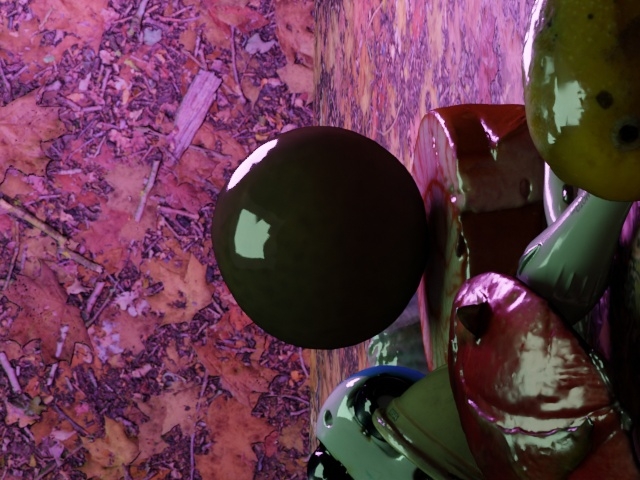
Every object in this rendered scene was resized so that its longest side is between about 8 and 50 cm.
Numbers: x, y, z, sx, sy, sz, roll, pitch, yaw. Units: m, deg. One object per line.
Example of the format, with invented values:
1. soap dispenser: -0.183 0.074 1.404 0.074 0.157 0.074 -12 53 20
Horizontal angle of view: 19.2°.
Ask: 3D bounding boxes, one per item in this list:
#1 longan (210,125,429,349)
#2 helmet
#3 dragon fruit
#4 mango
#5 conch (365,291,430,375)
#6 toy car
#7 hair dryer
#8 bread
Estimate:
1. longan: 0.000 0.000 2.136 0.258 0.258 0.258 179 90 -82
2. helmet: 0.194 0.204 2.001 0.137 0.258 0.204 -54 28 6
3. dragon fruit: 0.199 0.167 1.779 0.343 0.100 0.282 63 159 23
4. mango: 0.250 -0.178 1.524 0.176 0.176 0.329 -34 36 55
5. conch: 0.107 0.203 2.542 0.220 0.195 0.277 -72 -31 -42
6. toy car: 0.121 0.252 2.214 0.190 0.255 0.188 -36 -17 -46
7. hair dryer: 0.251 -0.060 1.824 0.229 0.092 0.267 125 152 -67
8. bread: 0.179 0.011 2.146 0.295 0.114 0.327 151 116 -80
